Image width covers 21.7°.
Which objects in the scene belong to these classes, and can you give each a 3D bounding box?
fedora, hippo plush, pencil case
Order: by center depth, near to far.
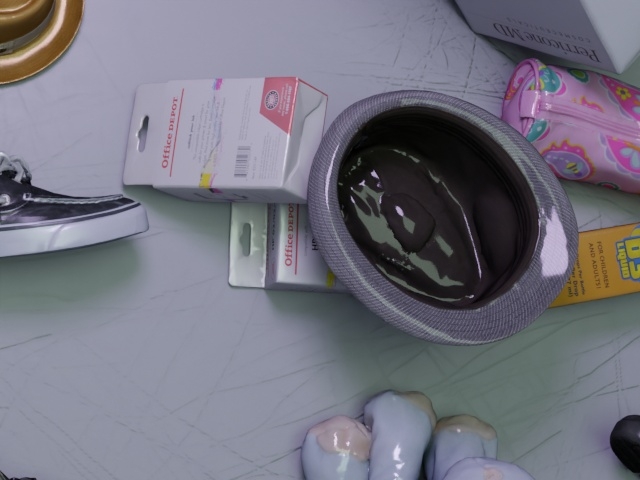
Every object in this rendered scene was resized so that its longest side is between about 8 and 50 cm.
[{"bbox_3d":[0.088,0.271,1.629,0.294,0.236,0.234,-34,92,-16],"label":"hippo plush"},{"bbox_3d":[0.108,-0.014,1.664,0.275,0.124,0.244,38,72,1],"label":"fedora"},{"bbox_3d":[-0.330,-0.250,1.669,0.194,0.079,0.194,2,83,-14],"label":"fedora"},{"bbox_3d":[0.334,-0.111,1.803,0.284,0.124,0.124,14,80,-11],"label":"pencil case"}]

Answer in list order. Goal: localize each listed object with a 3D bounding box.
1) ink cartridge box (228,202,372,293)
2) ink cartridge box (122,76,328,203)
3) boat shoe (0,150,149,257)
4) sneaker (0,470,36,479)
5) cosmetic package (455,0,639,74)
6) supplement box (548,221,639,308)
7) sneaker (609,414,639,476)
[{"bbox_3d":[0.000,0.000,1.731,0.181,0.061,0.104,3,82,-14],"label":"ink cartridge box"},{"bbox_3d":[-0.098,-0.100,1.686,0.198,0.067,0.115,3,79,31],"label":"ink cartridge box"},{"bbox_3d":[-0.323,-0.035,1.627,0.306,0.113,0.105,-4,92,-3],"label":"boat shoe"},{"bbox_3d":[-0.276,0.250,1.626,0.118,0.083,0.222,-35,102,-21],"label":"sneaker"},{"bbox_3d":[0.179,-0.389,1.633,0.161,0.230,0.453,-50,131,-14],"label":"cosmetic package"},{"bbox_3d":[0.305,0.024,1.800,0.233,0.080,0.078,-10,88,-18],"label":"supplement box"},{"bbox_3d":[0.446,0.208,1.810,0.281,0.106,0.162,28,72,-20],"label":"sneaker"}]
